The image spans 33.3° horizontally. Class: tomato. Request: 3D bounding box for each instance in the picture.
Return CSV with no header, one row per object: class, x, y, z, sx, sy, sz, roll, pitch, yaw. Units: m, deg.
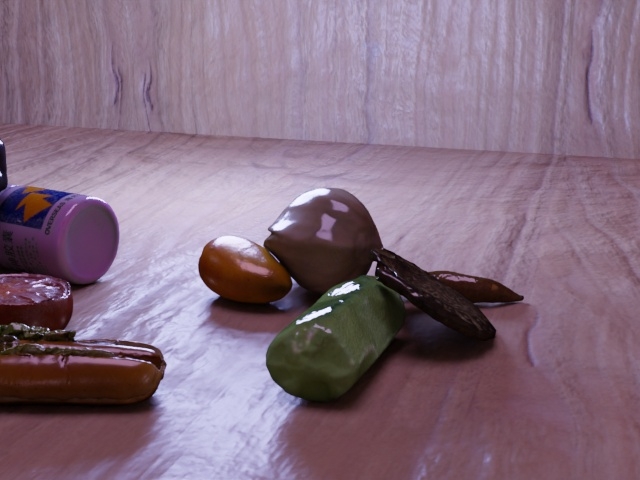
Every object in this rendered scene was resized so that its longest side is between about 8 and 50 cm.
tomato,-0.523,0.124,1.803,0.236,0.095,0.237,0,11,0

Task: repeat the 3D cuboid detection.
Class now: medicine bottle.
medicine bottle,-0.569,-0.019,2.161,0.290,0.178,0.178,10,18,29

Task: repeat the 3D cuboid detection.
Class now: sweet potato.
sweet potato,0.242,0.089,2.015,0.281,0.067,0.059,9,54,11

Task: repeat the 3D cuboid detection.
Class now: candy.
candy,0.030,0.149,1.687,0.142,0.132,0.343,-40,-2,23

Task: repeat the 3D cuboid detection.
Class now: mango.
mango,-0.140,0.059,2.011,0.144,0.112,0.219,-7,19,-43

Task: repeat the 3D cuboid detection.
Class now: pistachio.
pistachio,0.000,0.000,2.067,0.226,0.208,0.332,1,5,-15

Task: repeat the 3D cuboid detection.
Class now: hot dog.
hot dog,-0.398,0.183,1.571,0.337,0.100,0.135,1,16,0

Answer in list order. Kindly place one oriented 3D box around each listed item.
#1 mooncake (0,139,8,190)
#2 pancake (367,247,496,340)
mooncake,-0.751,-0.134,2.075,0.283,0.141,0.283,1,14,0
pancake,0.181,0.088,1.834,0.286,0.033,0.288,19,15,-48
